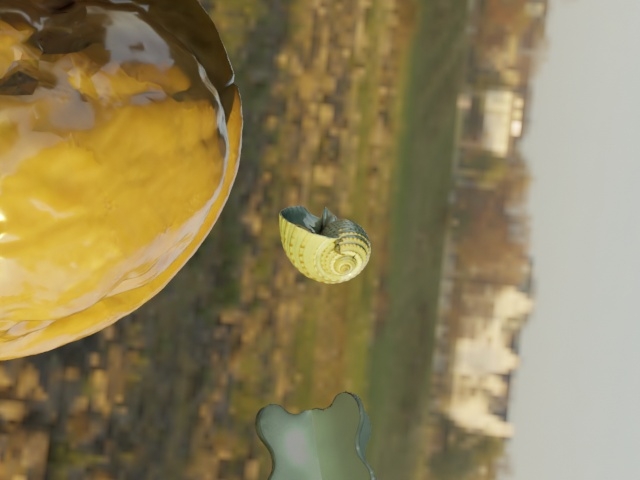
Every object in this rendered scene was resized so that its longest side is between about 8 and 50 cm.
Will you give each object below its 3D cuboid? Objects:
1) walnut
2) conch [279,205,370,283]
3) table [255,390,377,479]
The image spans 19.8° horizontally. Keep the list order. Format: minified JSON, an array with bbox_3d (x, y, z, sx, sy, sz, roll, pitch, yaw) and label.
[{"bbox_3d":[-0.263,-0.079,1.543,0.383,0.384,0.383,6,90,-87],"label":"walnut"},{"bbox_3d":[-0.001,0.004,1.510,0.085,0.076,0.056,32,-71,63],"label":"conch"},{"bbox_3d":[0.003,0.275,2.011,0.166,0.166,0.198,84,-3,-75],"label":"table"}]
